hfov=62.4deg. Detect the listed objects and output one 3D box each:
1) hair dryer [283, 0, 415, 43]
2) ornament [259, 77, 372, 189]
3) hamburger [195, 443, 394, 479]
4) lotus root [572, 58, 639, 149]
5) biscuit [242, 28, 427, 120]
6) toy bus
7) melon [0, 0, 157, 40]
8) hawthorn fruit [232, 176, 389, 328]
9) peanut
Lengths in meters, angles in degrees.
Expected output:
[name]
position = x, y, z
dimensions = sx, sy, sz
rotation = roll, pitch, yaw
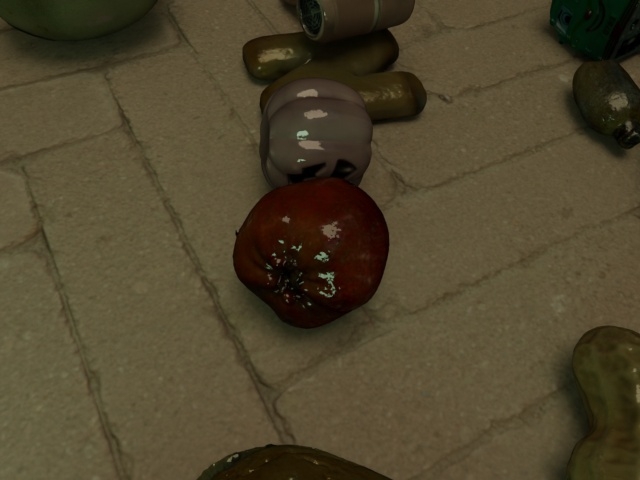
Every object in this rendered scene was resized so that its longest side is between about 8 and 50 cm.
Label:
[hair dryer]
position = -0.006, -0.448, 0.985
dimensions = 0.190, 0.106, 0.344
rotation = -24, 35, -24
[ornament]
position = -0.001, -0.140, 0.751
dimensions = 0.178, 0.177, 0.177
rotation = 3, 55, -4
[hamburger]
position = -0.015, 0.313, 0.450
dimensions = 0.285, 0.134, 0.265
rotation = 19, 57, 5
[lotus root]
position = 0.512, -0.240, 0.925
dimensions = 0.113, 0.088, 0.192
rotation = 4, 54, -11
[biscuit]
position = 0.022, -0.294, 0.930
dimensions = 0.291, 0.062, 0.236
rotation = -10, 56, -12
[toy bus]
position = 0.631, -0.505, 1.066
dimensions = 0.344, 0.183, 0.199
rotation = -28, 58, -24
[melon]
position = -0.429, -0.480, 0.892
dimensions = 0.330, 0.268, 0.268
rotation = -19, 58, -9
[hawthorn fruit]
position = 0.000, 0.000, 0.653
dimensions = 0.185, 0.185, 0.202
rotation = 25, 42, 12
[peanut]
position = 0.331, 0.222, 0.560
dimensions = 0.136, 0.120, 0.298
rotation = 17, 52, 0
